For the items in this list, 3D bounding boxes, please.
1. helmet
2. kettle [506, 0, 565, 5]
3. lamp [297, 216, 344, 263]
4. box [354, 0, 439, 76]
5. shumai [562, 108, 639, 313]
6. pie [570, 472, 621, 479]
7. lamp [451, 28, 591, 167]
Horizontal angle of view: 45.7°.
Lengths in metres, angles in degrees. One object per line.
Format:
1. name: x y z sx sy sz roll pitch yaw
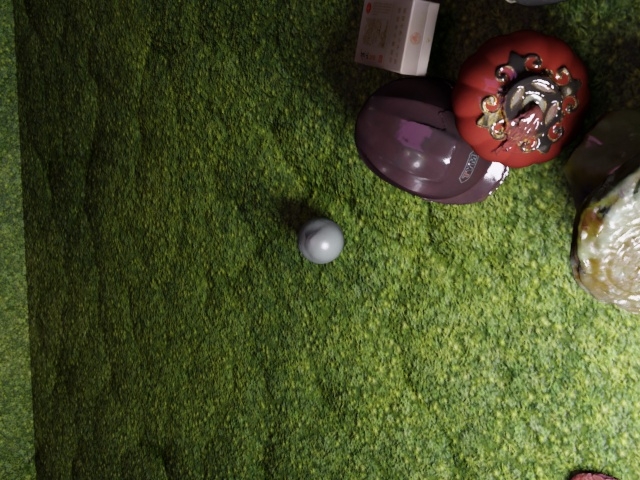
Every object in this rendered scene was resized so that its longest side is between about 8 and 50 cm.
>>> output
1. helmet: 0.190 -0.190 1.415 0.305 0.177 0.224 33 115 37
2. kettle: 0.408 -0.591 1.149 0.361 0.250 0.376 -16 86 15
3. lamp: 0.000 0.000 1.663 0.105 0.105 0.105 7 100 43
4. box: 0.143 -0.398 1.464 0.201 0.058 0.140 35 120 60
5. shumai: 0.509 -0.069 1.155 0.309 0.304 0.263 -48 29 38
6. pie: 0.490 0.474 1.309 0.154 0.038 0.153 3 94 42
7. lamp: 0.331 -0.230 1.248 0.227 0.227 0.226 7 100 43
